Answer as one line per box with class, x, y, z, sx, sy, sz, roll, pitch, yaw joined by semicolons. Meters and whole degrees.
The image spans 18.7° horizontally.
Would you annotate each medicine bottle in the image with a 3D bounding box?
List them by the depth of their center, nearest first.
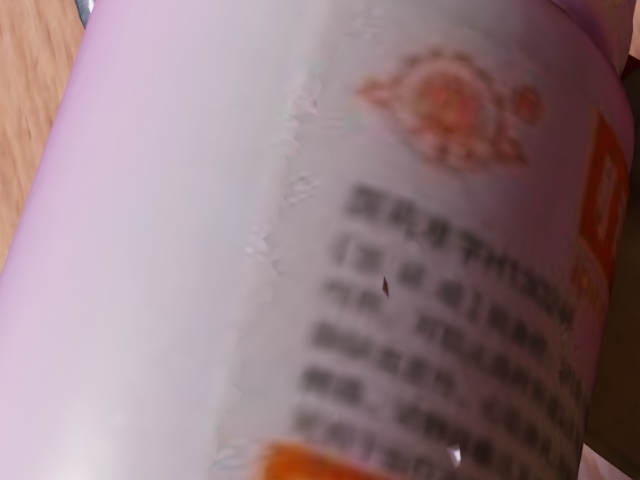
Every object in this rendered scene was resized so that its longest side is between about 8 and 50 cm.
medicine bottle;0.000;0.000;0.724;0.219;0.219;0.388;-8;55;35

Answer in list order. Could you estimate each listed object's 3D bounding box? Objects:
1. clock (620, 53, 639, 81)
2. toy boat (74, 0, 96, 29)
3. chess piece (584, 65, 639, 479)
clock;0.093;-0.051;1.014;0.155;0.061;0.113;19;86;43
toy boat;-0.109;-0.232;1.219;0.134;0.079;0.208;-6;72;38
chess piece;0.255;-0.096;0.816;0.442;0.234;0.234;-53;51;16
